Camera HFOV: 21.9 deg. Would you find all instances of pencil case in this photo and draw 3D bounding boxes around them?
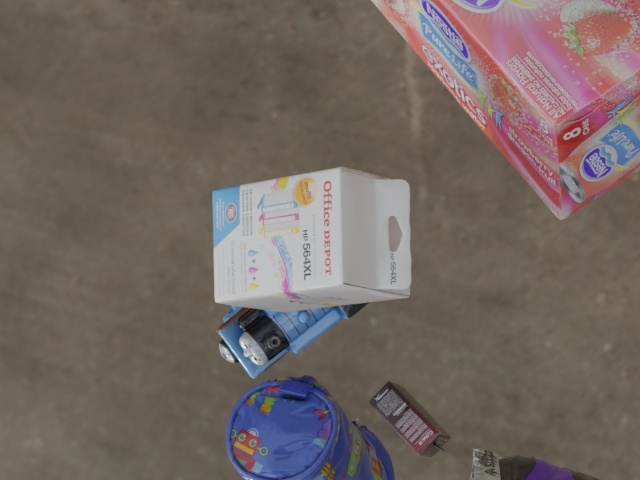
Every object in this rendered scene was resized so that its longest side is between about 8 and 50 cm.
[{"bbox_3d":[-0.003,0.233,1.808,0.119,0.306,0.133,9,75,19],"label":"pencil case"}]

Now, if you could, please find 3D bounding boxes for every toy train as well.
[{"bbox_3d":[-0.019,0.062,1.651,0.080,0.184,0.105,56,167,-12],"label":"toy train"}]

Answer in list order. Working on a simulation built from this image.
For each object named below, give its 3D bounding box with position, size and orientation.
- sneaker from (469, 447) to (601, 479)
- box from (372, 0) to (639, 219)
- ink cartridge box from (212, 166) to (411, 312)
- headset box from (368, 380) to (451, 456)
[{"bbox_3d":[0.169,0.225,1.117,0.146,0.293,0.102,9,109,2],"label":"sneaker"},{"bbox_3d":[0.162,-0.188,1.346,0.300,0.142,0.154,53,171,28],"label":"box"},{"bbox_3d":[0.000,0.000,1.266,0.143,0.090,0.092,-10,77,37],"label":"ink cartridge box"},{"bbox_3d":[0.093,0.183,1.666,0.032,0.062,0.083,-47,71,4],"label":"headset box"}]
